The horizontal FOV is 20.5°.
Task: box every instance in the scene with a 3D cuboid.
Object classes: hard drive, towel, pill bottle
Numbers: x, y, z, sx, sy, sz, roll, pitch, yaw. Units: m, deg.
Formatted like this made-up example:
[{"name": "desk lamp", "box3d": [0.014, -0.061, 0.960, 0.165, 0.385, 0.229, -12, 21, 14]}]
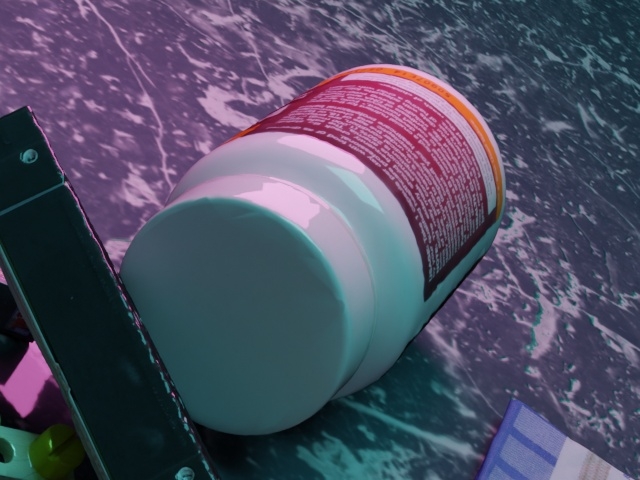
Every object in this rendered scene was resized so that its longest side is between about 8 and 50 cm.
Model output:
[{"name": "hard drive", "box3d": [-0.121, 0.106, 1.135, 0.339, 0.064, 0.237, 60, -6, 24]}, {"name": "towel", "box3d": [0.257, 0.269, 1.542, 0.285, 0.034, 0.209, 35, 29, 2]}, {"name": "pill bottle", "box3d": [0.000, 0.000, 1.460, 0.224, 0.224, 0.392, 39, 26, 5]}]

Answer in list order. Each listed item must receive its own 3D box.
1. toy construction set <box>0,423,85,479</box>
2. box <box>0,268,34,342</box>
[{"name": "toy construction set", "box3d": [-0.303, 0.125, 0.975, 0.327, 0.151, 0.215, 26, 40, -10]}, {"name": "box", "box3d": [-0.311, -0.025, 1.329, 0.233, 0.044, 0.159, 24, 30, -24]}]
